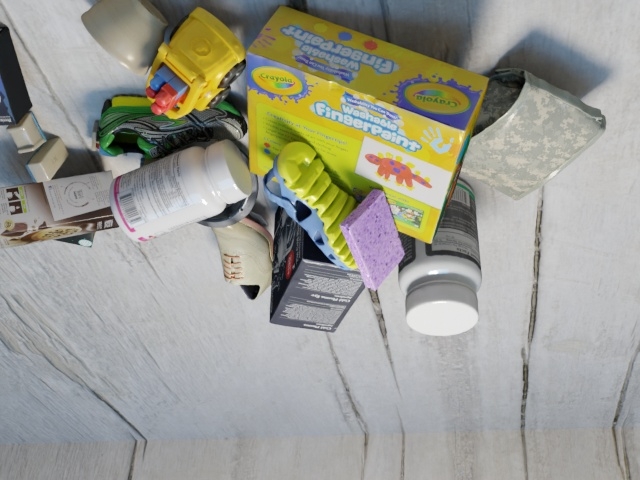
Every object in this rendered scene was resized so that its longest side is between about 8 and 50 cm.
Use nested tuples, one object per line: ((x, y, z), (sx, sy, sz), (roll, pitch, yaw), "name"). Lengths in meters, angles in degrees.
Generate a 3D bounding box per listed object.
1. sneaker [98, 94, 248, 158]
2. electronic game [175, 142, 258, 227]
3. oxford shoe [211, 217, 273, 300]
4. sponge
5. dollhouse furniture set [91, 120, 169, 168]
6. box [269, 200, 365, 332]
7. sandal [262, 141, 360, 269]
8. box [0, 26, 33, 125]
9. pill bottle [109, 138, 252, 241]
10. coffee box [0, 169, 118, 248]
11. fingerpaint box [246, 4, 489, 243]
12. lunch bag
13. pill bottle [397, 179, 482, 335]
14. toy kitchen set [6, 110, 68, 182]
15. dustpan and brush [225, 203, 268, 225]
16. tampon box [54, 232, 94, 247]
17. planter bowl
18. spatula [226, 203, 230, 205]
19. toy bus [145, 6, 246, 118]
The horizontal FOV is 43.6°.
((-0.332, -0.240, 1.806), (0.343, 0.146, 0.134), (-2, 145, 7), "sneaker")
((-0.263, -0.140, 1.952), (0.229, 0.048, 0.229), (4, 112, 9), "electronic game")
((-0.207, 0.044, 2.158), (0.140, 0.146, 0.397), (15, 159, 25), "oxford shoe")
((0.113, 0.000, 1.688), (0.031, 0.117, 0.210), (24, 152, 38), "sponge")
((-0.459, -0.181, 1.915), (0.183, 0.129, 0.129), (9, 145, -11), "dollhouse furniture set")
((0.000, 0.000, 1.958), (0.179, 0.343, 0.312), (10, 145, -13), "box")
((-0.011, -0.068, 1.697), (0.138, 0.126, 0.317), (-11, 121, 49), "sandal")
((-0.771, -0.339, 1.685), (0.261, 0.103, 0.184), (-2, 127, 6), "box")
((-0.306, -0.113, 1.769), (0.283, 0.160, 0.160), (-19, 141, 14), "pill bottle")
((-0.652, -0.075, 1.970), (0.297, 0.119, 0.168), (-12, 172, -18), "coffee box")
((0.080, -0.232, 1.652), (0.444, 0.163, 0.371), (22, 148, 11), "fingerpaint box")
((0.434, -0.244, 1.722), (0.235, 0.169, 0.287), (22, 146, -24), "lunch bag")
((0.291, 0.037, 1.974), (0.204, 0.361, 0.204), (2, 146, 2), "pill bottle")
((-0.729, -0.247, 1.885), (0.166, 0.122, 0.207), (-7, 125, 15), "toy kitchen set")
((-0.216, -0.102, 2.075), (0.211, 0.060, 0.147), (28, 138, -33), "dustpan and brush")
((-0.675, -0.066, 2.127), (0.161, 0.101, 0.120), (11, 145, -13), "tampon box")
((-0.366, -0.417, 1.558), (0.109, 0.162, 0.162), (-41, 131, 13), "planter bowl")
((-0.369, -0.059, 2.177), (0.296, 0.030, 0.084), (-13, 144, 22), "spatula")
((-0.274, -0.316, 1.589), (0.149, 0.211, 0.220), (41, 149, -5), "toy bus")
